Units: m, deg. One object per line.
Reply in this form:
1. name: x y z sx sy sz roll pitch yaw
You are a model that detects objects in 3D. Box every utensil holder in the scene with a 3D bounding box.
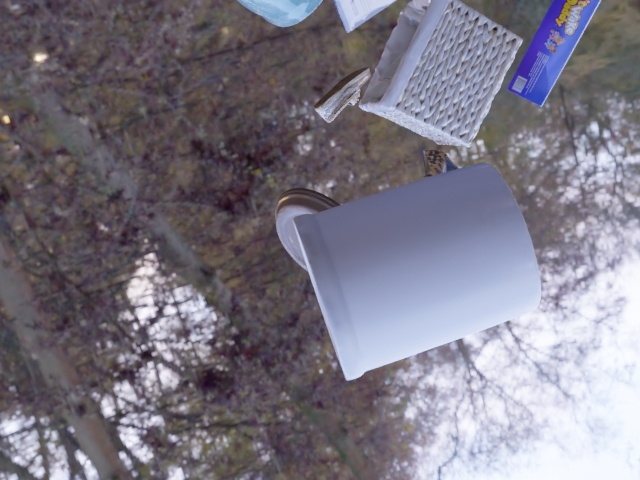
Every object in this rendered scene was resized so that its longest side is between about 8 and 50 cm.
1. utensil holder: 0.178 0.054 1.579 0.385 0.328 0.327 -17 -163 -2

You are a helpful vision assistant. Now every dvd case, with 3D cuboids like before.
1. dvd case: 0.127 -0.531 1.637 0.238 0.029 0.179 -33 156 2

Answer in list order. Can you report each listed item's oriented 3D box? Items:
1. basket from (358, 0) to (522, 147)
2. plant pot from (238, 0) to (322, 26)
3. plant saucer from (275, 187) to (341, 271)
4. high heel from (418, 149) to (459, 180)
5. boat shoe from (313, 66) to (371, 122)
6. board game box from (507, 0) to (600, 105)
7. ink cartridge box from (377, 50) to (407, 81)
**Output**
1. basket: 0.303 -0.442 2.166 0.266 0.331 0.328 24 -176 -11
2. plant pot: -0.107 -0.572 1.538 0.196 0.293 0.293 14 177 -37
3. plant saucer: 0.000 0.000 1.919 0.278 0.278 0.041 2 -141 45
4. high heel: 0.267 -0.169 2.221 0.261 0.093 0.186 -17 -134 -35
5. boat shoe: 0.060 -0.342 1.955 0.170 0.059 0.063 -42 -158 -14
6. board game box: 0.498 -0.460 1.612 0.078 0.347 0.233 29 -143 9
7. ink cartridge box: 0.203 -0.431 2.094 0.063 0.029 0.115 20 -116 46
